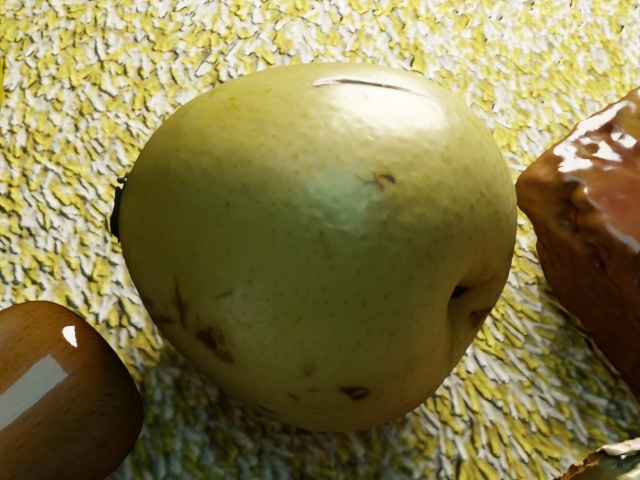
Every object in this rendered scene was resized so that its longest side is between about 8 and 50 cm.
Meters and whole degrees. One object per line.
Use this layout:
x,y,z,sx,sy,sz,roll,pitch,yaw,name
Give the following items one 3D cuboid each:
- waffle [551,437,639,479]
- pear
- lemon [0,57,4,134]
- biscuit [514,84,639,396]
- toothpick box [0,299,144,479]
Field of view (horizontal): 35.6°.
0.239,0.203,0.694,0.212,0.308,0.091,-7,63,-14,waffle
0.000,0.000,0.803,0.309,0.309,0.309,4,55,-6,pear
-0.402,-0.140,0.855,0.257,0.258,0.310,4,62,-7,lemon
0.415,-0.015,0.957,0.395,0.166,0.343,-30,67,-24,biscuit
-0.273,0.178,0.705,0.192,0.192,0.294,38,53,16,toothpick box
